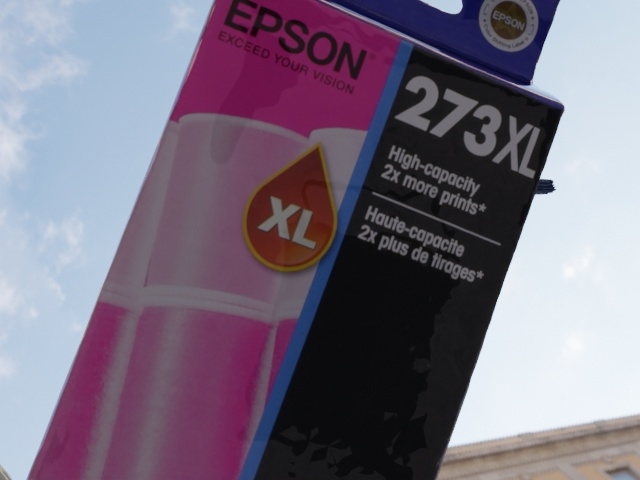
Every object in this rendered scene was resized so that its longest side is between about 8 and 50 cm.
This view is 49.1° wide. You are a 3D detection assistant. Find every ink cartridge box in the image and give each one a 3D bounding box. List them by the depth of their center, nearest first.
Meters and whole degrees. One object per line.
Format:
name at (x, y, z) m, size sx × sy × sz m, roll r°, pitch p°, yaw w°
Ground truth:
ink cartridge box at (0.000, 0.000, 0.343) m, size 0.176 × 0.069 × 0.371 m, roll 21°, pitch -96°, yaw -9°

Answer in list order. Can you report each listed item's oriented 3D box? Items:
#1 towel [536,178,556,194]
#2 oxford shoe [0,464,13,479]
towel at (0.355, -0.096, 1.225) m, size 0.067 × 0.119 × 0.029 m, roll 2°, pitch -83°, yaw -8°
oxford shoe at (-0.405, 0.285, 0.432) m, size 0.449 × 0.130 × 0.169 m, roll -37°, pitch -93°, yaw -26°
